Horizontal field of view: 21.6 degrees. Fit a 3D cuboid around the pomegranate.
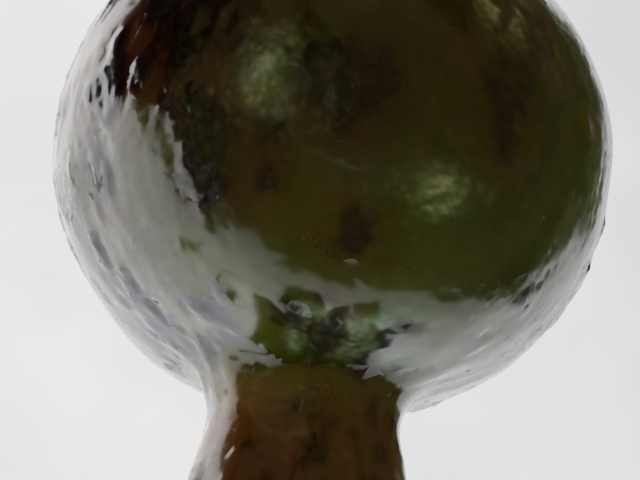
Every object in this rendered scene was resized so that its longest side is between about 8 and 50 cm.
[{"bbox_3d":[-0.011,0.005,0.429,0.156,0.156,0.220,36,-116,-13],"label":"pomegranate"}]
